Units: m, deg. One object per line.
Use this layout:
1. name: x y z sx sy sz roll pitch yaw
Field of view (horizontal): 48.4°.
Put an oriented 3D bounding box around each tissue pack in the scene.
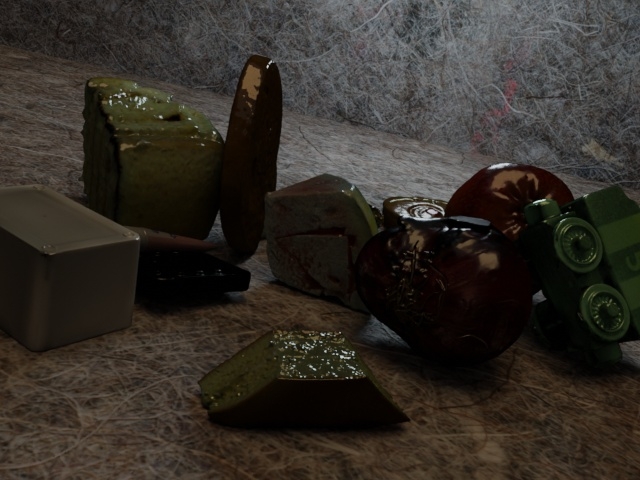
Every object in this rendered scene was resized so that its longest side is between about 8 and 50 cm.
1. tissue pack: -0.387 0.025 0.981 0.246 0.136 0.159 24 21 32

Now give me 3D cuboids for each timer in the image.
1. timer: -0.221 0.056 1.131 0.144 0.055 0.187 20 14 42

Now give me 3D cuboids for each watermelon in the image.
1. watermelon: 0.000 0.000 1.288 0.201 0.213 0.261 -7 15 -6

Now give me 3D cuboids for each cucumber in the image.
1. cucumber: 0.098 -0.076 1.749 0.053 0.053 0.181 3 18 -27

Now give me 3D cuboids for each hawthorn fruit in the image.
1. hawthorn fruit: 0.369 -0.023 1.422 0.275 0.275 0.300 9 5 -9

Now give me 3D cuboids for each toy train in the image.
1. toy train: 0.461 0.057 1.207 0.238 0.299 0.167 -18 -6 -24

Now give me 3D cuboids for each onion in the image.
1. onion: 0.184 0.072 1.090 0.281 0.221 0.281 4 19 -1

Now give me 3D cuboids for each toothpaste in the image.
1. toothpaste: -0.255 0.007 1.210 0.067 0.043 0.194 -17 -16 34

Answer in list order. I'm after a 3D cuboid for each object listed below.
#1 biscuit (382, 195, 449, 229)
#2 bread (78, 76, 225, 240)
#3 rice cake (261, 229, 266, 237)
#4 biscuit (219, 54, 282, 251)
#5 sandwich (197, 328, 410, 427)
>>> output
1. biscuit: 0.345 -0.031 1.738 0.394 0.070 0.350 12 18 0
2. bread: -0.302 -0.133 1.348 0.264 0.239 0.395 2 28 -30
3. rice cake: -0.080 -0.031 1.515 0.029 0.033 0.171 23 20 34
4. biscuit: -0.131 -0.158 1.360 0.063 0.367 0.314 7 -17 5
5. sandwich: -0.013 0.172 0.863 0.258 0.096 0.094 4 25 -17
